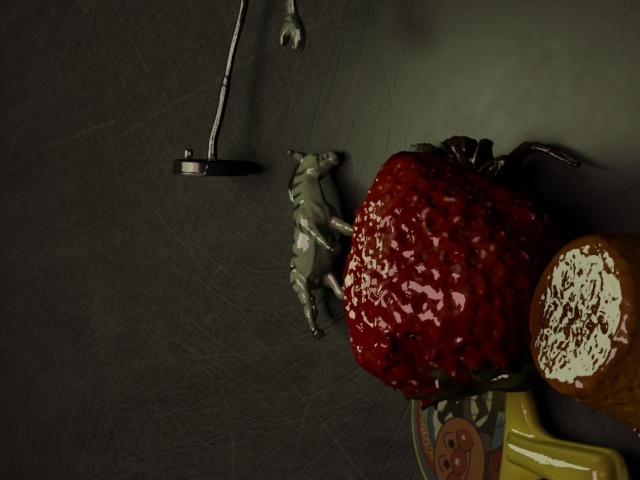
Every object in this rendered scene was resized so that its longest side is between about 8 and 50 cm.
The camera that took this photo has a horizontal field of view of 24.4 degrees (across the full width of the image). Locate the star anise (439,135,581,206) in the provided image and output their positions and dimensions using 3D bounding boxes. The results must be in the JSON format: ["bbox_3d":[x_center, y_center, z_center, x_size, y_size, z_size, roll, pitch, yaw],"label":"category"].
[{"bbox_3d":[0.207,-0.076,1.618,0.190,0.070,0.097,12,129,53],"label":"star anise"}]

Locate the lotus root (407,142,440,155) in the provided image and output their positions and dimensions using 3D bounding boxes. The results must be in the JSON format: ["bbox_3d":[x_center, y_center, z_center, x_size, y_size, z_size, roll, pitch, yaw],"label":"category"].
[{"bbox_3d":[0.123,-0.042,1.726,0.088,0.088,0.165,-26,61,53],"label":"lotus root"}]

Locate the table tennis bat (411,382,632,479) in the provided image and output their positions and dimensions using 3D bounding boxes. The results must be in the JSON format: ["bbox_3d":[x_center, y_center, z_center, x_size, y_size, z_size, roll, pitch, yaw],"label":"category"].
[{"bbox_3d":[0.206,0.225,1.640,0.368,0.054,0.224,16,104,58],"label":"table tennis bat"}]

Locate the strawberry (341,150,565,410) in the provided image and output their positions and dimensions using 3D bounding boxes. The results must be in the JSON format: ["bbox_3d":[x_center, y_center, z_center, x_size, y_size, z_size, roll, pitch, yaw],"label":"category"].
[{"bbox_3d":[0.135,0.032,1.552,0.257,0.257,0.277,-37,60,49],"label":"strawberry"}]

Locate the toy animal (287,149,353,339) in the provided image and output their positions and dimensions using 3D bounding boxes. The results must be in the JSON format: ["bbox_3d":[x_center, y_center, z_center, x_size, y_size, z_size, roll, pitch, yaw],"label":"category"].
[{"bbox_3d":[-0.005,-0.001,1.920,0.176,0.073,0.217,44,131,52],"label":"toy animal"}]

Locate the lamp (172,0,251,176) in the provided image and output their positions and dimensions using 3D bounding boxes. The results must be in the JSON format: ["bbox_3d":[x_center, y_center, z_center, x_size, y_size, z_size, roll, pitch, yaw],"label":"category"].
[{"bbox_3d":[-0.096,-0.246,2.058,0.108,0.130,0.371,23,98,6],"label":"lamp"}]

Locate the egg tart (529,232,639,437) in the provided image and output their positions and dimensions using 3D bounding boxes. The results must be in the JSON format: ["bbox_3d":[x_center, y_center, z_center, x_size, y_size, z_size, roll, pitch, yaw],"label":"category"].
[{"bbox_3d":[0.302,0.082,1.393,0.215,0.171,0.215,-37,46,51],"label":"egg tart"}]

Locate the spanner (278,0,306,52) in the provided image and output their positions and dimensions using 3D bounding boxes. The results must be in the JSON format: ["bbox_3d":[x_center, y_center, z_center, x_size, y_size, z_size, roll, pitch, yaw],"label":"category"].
[{"bbox_3d":[-0.042,-0.356,1.815,0.054,0.015,0.254,-3,91,54],"label":"spanner"}]
